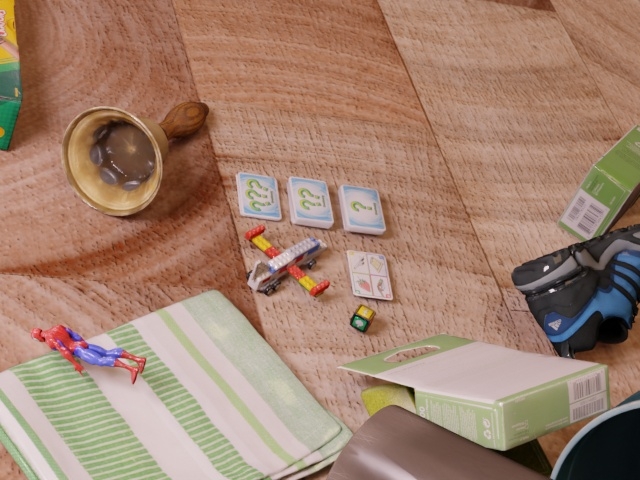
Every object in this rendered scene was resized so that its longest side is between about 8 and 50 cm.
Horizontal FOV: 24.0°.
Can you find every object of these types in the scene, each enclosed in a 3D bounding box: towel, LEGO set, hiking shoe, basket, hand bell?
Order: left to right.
[{"bbox_3d":[-0.192,-0.124,1.768,0.126,0.126,0.242,32,26,8],"label":"hand bell"},{"bbox_3d":[-0.152,0.174,1.485,0.325,0.038,0.248,-21,57,-42],"label":"towel"},{"bbox_3d":[0.000,0.000,1.747,0.183,0.060,0.244,8,42,-15],"label":"LEGO set"},{"bbox_3d":[0.126,0.268,1.428,0.227,0.204,0.154,34,23,23],"label":"basket"},{"bbox_3d":[0.345,0.063,1.849,0.304,0.113,0.132,-16,84,-47],"label":"hiking shoe"}]

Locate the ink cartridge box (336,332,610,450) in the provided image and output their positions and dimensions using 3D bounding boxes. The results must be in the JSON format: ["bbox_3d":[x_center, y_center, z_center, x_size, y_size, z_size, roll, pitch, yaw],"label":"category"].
[{"bbox_3d":[0.157,0.153,1.567,0.171,0.056,0.235,-13,12,-41],"label":"ink cartridge box"}]

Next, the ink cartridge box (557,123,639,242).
[{"bbox_3d":[0.405,-0.084,2.015,0.062,0.109,0.209,37,40,13],"label":"ink cartridge box"}]

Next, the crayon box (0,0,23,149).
[{"bbox_3d":[-0.442,-0.233,1.745,0.165,0.081,0.278,7,43,-22],"label":"crayon box"}]

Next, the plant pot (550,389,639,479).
[{"bbox_3d":[0.400,0.252,1.535,0.272,0.271,0.255,38,26,14],"label":"plant pot"}]

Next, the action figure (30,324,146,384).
[{"bbox_3d":[-0.230,0.109,1.468,0.115,0.030,0.038,22,31,5],"label":"action figure"}]

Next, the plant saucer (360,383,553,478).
[{"bbox_3d":[0.161,0.215,1.601,0.188,0.045,0.188,0,46,-28],"label":"plant saucer"}]
